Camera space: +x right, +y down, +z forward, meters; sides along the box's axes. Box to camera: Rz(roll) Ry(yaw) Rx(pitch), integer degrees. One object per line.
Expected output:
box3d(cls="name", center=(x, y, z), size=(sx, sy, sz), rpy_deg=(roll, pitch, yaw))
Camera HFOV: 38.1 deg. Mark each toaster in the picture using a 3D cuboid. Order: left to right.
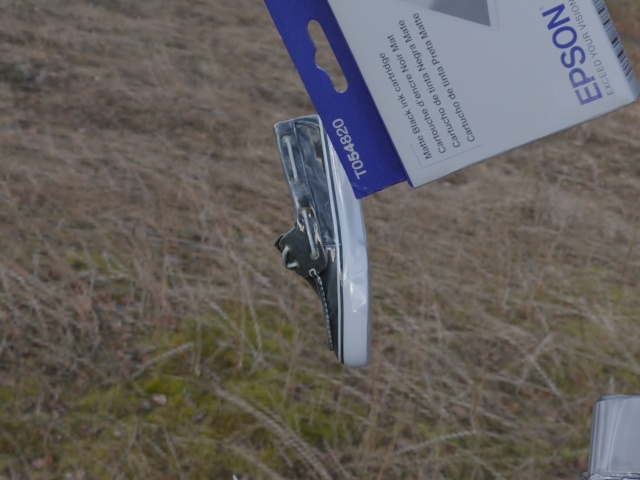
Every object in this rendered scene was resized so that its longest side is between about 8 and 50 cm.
box3d(cls="toaster", center=(0.458, 0.290, 1.218), size=(0.227, 0.129, 0.146), rpy_deg=(-7, 45, 38))

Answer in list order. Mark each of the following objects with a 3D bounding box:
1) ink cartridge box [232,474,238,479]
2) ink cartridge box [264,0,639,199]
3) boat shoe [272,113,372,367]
box3d(cls="ink cartridge box", center=(-0.043, 0.397, 1.059), size=(0.239, 0.060, 0.275), rpy_deg=(48, -17, 14))
box3d(cls="ink cartridge box", center=(0.065, -0.153, 0.621), size=(0.224, 0.223, 0.045), rpy_deg=(-21, 11, 30))
box3d(cls="boat shoe", center=(0.000, 0.000, 1.200), size=(0.119, 0.335, 0.121), rpy_deg=(-7, -8, 3))
